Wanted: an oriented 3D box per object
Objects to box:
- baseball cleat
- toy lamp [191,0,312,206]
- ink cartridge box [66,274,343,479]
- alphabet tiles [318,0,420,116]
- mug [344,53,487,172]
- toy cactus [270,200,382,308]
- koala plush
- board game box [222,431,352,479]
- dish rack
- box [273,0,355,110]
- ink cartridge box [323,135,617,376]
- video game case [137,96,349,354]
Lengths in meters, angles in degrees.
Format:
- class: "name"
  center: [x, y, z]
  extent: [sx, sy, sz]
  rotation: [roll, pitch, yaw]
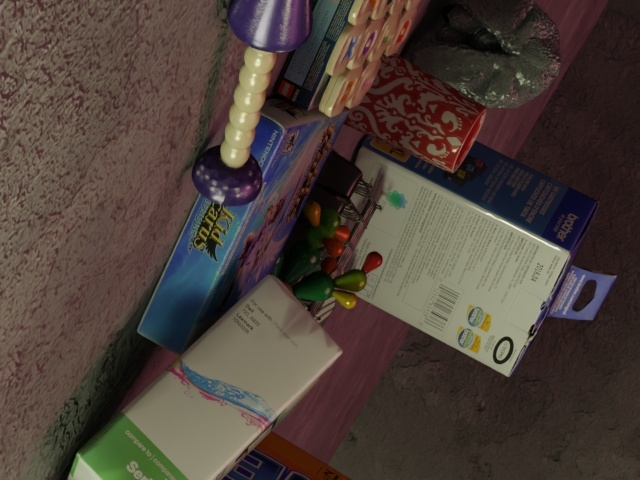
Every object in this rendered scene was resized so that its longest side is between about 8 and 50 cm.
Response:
- class: "baseball cleat"
  center: [-0.024, 0.105, 2.475]
  extent: [0.109, 0.072, 0.206]
  rotation: [-46, 160, -34]
- class: "toy lamp"
  center: [-0.063, -0.147, 1.586]
  extent: [0.080, 0.080, 0.274]
  rotation: [-52, 169, -42]
- class: "ink cartridge box"
  center: [-0.124, 0.187, 1.812]
  extent: [0.278, 0.117, 0.201]
  rotation: [-43, 175, -21]
- class: "alphabet tiles"
  center: [0.075, -0.266, 1.834]
  extent: [0.284, 0.021, 0.278]
  rotation: [-66, 169, 19]
- class: "mug"
  center: [0.117, -0.171, 2.136]
  extent: [0.150, 0.169, 0.113]
  rotation: [-50, 165, -46]
- class: "toy cactus"
  center: [-0.025, 0.043, 2.093]
  extent: [0.180, 0.112, 0.219]
  rotation: [-51, 147, 8]
- class: "koala plush"
  center: [0.237, -0.283, 2.445]
  extent: [0.196, 0.203, 0.221]
  rotation: [-63, -178, 11]
- class: "board game box"
  center: [-0.106, 0.509, 2.304]
  extent: [0.356, 0.356, 0.356]
  rotation: [-64, 171, 25]
- class: "dish rack"
  center: [0.000, 0.000, 2.284]
  extent: [0.208, 0.074, 0.271]
  rotation: [-59, 168, -4]
- class: "box"
  center: [0.034, -0.236, 1.903]
  extent: [0.159, 0.044, 0.233]
  rotation: [-66, 169, 18]
- class: "ink cartridge box"
  center: [0.220, 0.014, 2.502]
  extent: [0.151, 0.395, 0.270]
  rotation: [-51, 166, -46]
- class: "video game case"
  center: [-0.078, -0.026, 1.872]
  extent: [0.269, 0.061, 0.244]
  rotation: [-64, 170, 15]
